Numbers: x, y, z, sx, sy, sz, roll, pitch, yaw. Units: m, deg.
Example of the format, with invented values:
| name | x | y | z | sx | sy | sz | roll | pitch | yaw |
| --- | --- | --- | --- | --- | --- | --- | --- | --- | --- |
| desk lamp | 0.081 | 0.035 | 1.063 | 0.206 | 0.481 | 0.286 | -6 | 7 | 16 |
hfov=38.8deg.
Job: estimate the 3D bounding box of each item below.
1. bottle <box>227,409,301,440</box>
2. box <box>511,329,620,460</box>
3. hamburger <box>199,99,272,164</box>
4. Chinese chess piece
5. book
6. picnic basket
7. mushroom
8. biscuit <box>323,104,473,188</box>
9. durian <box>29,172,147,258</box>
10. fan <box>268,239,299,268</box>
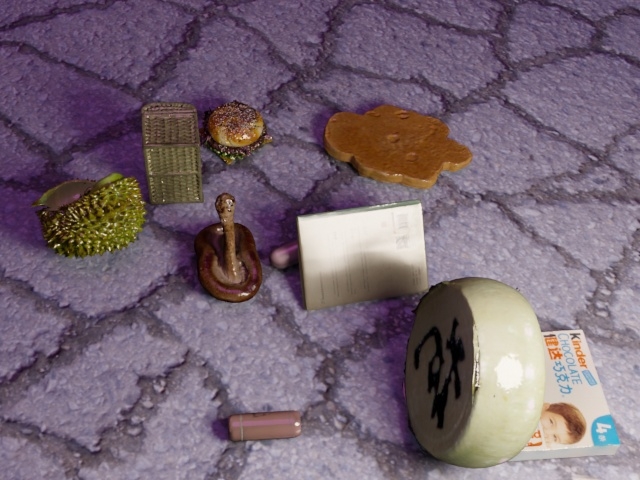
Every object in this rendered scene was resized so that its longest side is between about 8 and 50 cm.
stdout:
| name | x | y | z | sx | sy | sz | roll | pitch | yaw |
| --- | --- | --- | --- | --- | --- | --- | --- | --- | --- |
| bottle | -0.108 | 0.357 | 1.751 | 0.140 | 0.053 | 0.053 | -3 | 50 | -6 |
| box | 0.434 | 0.307 | 1.829 | 0.264 | 0.048 | 0.273 | -3 | 50 | -6 |
| hamburger | -0.215 | -0.279 | 2.249 | 0.189 | 0.093 | 0.164 | 32 | 56 | 23 |
| Chinese chess piece | 0.274 | 0.241 | 1.678 | 0.146 | 0.349 | 0.349 | 6 | 49 | -16 |
| book | 0.092 | 0.030 | 1.961 | 0.282 | 0.215 | 0.025 | -6 | 9 | -11 |
| picnic basket | -0.343 | -0.205 | 2.112 | 0.134 | 0.196 | 0.154 | -3 | 50 | -6 |
| mushroom | -0.199 | 0.001 | 1.934 | 0.147 | 0.218 | 0.227 | -14 | 53 | -15 |
| biscuit | 0.191 | -0.235 | 2.265 | 0.375 | 0.051 | 0.269 | 12 | 48 | 5 |
| durian | -0.495 | -0.052 | 1.977 | 0.236 | 0.177 | 0.200 | -7 | 5 | 7 |
| fan | 0.000 | 0.000 | 2.020 | 0.244 | 0.130 | 0.074 | -22 | 87 | -6 |
